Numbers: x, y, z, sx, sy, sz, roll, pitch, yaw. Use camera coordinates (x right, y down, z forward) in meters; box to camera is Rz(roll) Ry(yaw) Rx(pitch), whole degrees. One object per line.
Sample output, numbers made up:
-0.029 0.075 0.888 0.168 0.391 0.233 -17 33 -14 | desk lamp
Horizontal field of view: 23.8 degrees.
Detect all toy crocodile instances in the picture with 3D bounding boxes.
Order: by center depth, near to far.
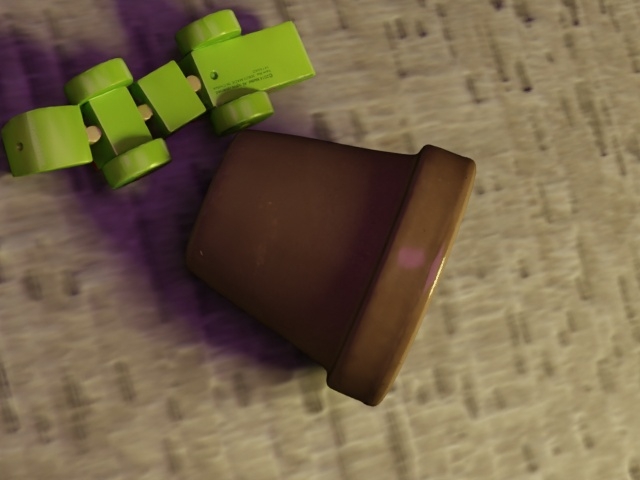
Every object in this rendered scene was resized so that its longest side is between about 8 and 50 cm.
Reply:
-0.151 -0.137 1.501 0.340 0.105 0.115 -28 92 -31 | toy crocodile

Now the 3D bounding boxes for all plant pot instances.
0.000 0.000 1.476 0.229 0.263 0.263 23 71 1 | plant pot
